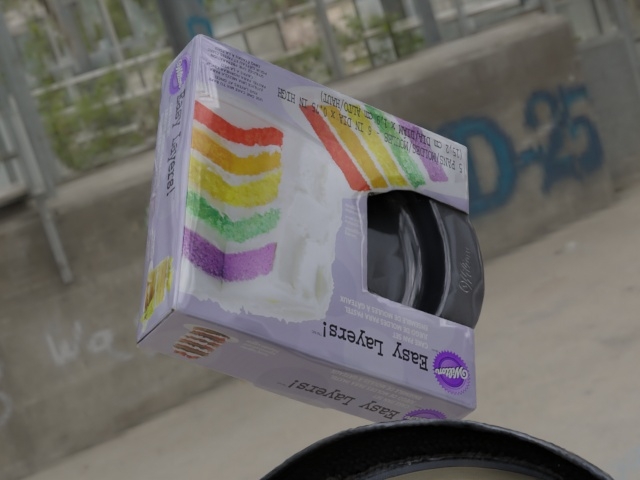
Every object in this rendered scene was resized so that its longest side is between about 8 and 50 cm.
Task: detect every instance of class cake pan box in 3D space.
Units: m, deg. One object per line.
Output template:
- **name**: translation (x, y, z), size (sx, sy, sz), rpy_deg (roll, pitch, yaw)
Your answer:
- **cake pan box**: translation (0.000, 0.000, 1.058), size (0.267, 0.245, 0.070), rpy_deg (22, -36, -26)

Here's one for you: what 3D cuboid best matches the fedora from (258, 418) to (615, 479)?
- **fedora**: translation (0.057, 0.269, 0.802), size (0.334, 0.334, 0.152), rpy_deg (-15, 18, 15)
